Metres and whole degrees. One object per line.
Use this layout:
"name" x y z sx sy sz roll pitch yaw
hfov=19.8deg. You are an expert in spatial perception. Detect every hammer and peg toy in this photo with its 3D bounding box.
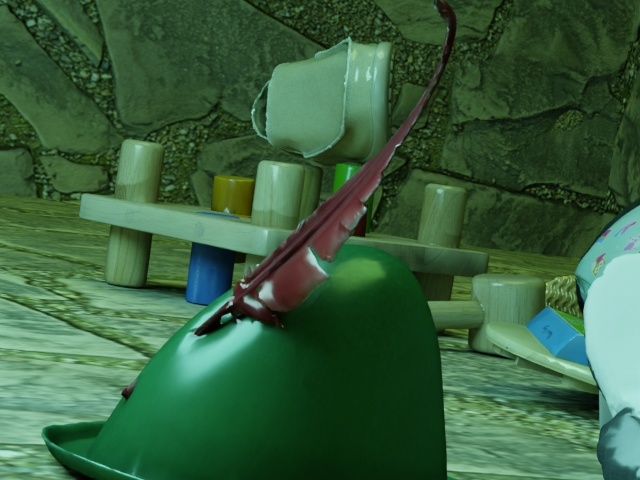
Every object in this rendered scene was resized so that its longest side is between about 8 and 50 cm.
"hammer and peg toy" 0.000 0.000 1.480 0.266 0.127 0.361 6 3 -41

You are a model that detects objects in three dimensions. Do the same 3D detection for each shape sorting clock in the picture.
"shape sorting clock" 0.201 0.088 1.146 0.206 0.040 0.206 20 4 -2

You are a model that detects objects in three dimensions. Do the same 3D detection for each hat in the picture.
"hat" 0.002 0.007 0.699 0.208 0.183 0.173 11 3 41

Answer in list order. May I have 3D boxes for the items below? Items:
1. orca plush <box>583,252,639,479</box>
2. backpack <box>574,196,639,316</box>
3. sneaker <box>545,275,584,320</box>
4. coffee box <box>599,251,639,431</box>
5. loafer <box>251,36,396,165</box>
"orca plush" 0.223 0.082 0.759 0.102 0.151 0.287 43 -20 -30
"backpack" 0.256 0.034 1.304 0.115 0.152 0.182 40 7 -16
"sneaker" 0.261 0.077 1.446 0.185 0.069 0.084 17 -2 29
"coffee box" 0.272 0.031 1.030 0.141 0.098 0.246 12 29 33
"loafer" 0.000 -0.114 1.600 0.092 0.102 0.268 5 -9 -13
